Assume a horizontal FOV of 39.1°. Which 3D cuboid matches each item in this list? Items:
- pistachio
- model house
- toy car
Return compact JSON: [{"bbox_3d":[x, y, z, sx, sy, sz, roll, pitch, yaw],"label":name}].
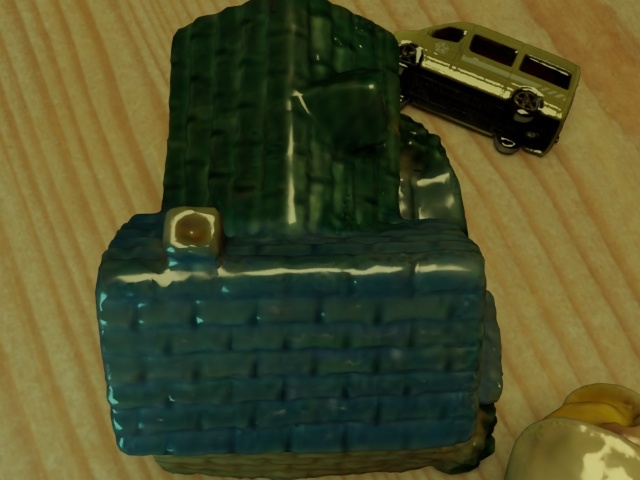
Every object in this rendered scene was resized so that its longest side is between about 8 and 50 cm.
[{"bbox_3d":[0.314,0.294,0.876,0.230,0.230,0.309,-28,80,-11],"label":"pistachio"},{"bbox_3d":[0.000,0.000,0.917,0.395,0.400,0.445,0,67,3],"label":"model house"},{"bbox_3d":[0.198,-0.209,1.159,0.257,0.101,0.124,24,65,8],"label":"toy car"}]
